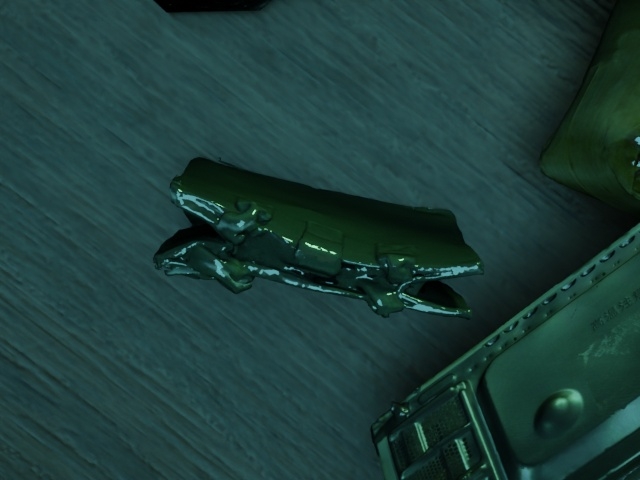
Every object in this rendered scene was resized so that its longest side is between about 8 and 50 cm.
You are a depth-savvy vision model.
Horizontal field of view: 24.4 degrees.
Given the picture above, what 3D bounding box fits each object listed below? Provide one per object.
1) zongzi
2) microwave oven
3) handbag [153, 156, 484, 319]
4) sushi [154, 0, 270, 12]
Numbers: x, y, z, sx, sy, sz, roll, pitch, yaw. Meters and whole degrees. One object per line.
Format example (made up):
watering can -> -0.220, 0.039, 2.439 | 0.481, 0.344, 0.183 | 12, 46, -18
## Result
zongzi -> 0.419, -0.132, 1.266 | 0.393, 0.174, 0.356 | 27, 82, -19
microwave oven -> 0.298, 0.183, 1.147 | 0.394, 0.247, 0.333 | -39, 124, 14
handbag -> 0.000, 0.002, 1.208 | 0.247, 0.260, 0.079 | 13, 98, -2
sushi -> -0.034, -0.309, 1.209 | 0.227, 0.212, 0.215 | -1, 90, 5
